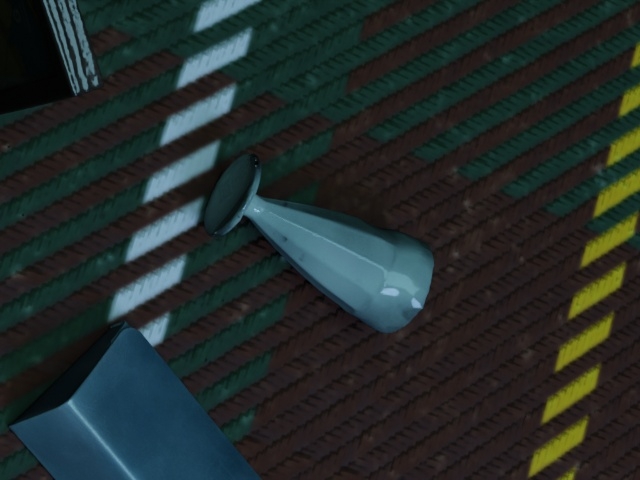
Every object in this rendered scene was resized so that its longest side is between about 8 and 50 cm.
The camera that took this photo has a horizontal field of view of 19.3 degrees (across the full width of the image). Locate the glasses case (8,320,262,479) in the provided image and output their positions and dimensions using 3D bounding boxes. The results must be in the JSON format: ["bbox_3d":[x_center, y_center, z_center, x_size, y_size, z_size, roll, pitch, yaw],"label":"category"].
[{"bbox_3d":[-0.080,0.186,1.259,0.105,0.056,0.266,-45,110,-22],"label":"glasses case"}]

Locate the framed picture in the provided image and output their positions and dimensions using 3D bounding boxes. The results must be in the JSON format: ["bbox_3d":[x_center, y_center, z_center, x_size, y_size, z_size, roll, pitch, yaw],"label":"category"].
[{"bbox_3d":[-0.191,-0.142,1.139,0.023,0.168,0.128,-23,100,-28],"label":"framed picture"}]

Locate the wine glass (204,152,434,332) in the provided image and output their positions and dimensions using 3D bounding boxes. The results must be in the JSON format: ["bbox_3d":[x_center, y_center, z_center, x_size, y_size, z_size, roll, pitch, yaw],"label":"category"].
[{"bbox_3d":[0.000,0.000,1.304,0.155,0.073,0.073,30,74,-23],"label":"wine glass"}]
